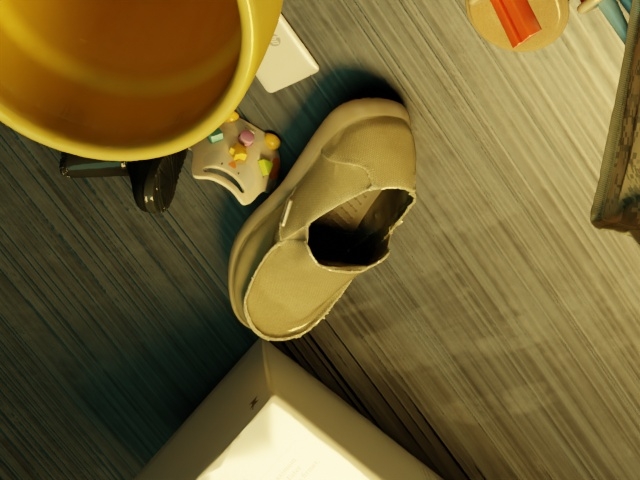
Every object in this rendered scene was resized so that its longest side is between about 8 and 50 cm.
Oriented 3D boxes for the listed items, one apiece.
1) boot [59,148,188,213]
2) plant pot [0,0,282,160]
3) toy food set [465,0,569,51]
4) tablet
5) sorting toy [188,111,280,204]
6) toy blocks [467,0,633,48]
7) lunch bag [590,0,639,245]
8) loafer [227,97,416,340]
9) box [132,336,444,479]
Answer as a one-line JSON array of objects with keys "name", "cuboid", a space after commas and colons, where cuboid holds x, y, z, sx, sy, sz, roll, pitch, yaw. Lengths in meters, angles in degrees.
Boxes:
[{"name": "boot", "cuboid": [-0.169, -0.063, 1.648, 0.099, 0.121, 0.045, 1, 125, 10]}, {"name": "plant pot", "cuboid": [-0.132, -0.225, 1.425, 0.254, 0.239, 0.254, 10, 129, 12]}, {"name": "toy food set", "cuboid": [0.149, -0.181, 1.508, 0.082, 0.020, 0.083, 5, 129, 15]}, {"name": "tablet", "cuboid": [-0.044, -0.160, 1.600, 0.054, 0.006, 0.083, -22, 118, 31]}, {"name": "sorting toy", "cuboid": [-0.073, -0.063, 1.641, 0.083, 0.075, 0.045, 29, 131, -6]}, {"name": "toy blocks", "cuboid": [0.167, -0.186, 1.437, 0.123, 0.054, 0.148, -32, 86, 32]}, {"name": "lunch bag", "cuboid": [0.335, -0.121, 1.353, 0.235, 0.169, 0.287, 6, 102, -16]}, {"name": "loafer", "cuboid": [0.000, 0.000, 1.637, 0.102, 0.092, 0.268, 6, 135, -25]}, {"name": "box", "cuboid": [0.012, 0.289, 1.780, 0.345, 0.168, 0.215, 40, 99, -14]}]
